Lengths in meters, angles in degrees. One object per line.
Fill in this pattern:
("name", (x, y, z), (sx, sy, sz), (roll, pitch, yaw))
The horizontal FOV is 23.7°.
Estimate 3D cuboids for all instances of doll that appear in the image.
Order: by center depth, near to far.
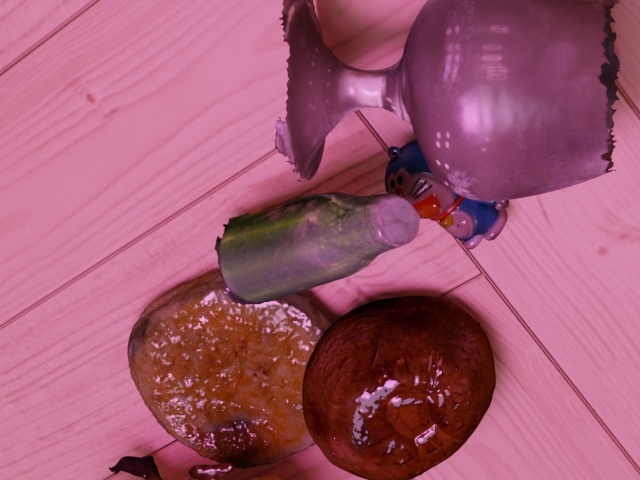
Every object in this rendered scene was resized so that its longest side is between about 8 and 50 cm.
("doll", (0.128, -0.053, 1.632), (0.152, 0.085, 0.114), (40, 141, -22))

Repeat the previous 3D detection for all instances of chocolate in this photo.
("chocolate", (0.000, 0.000, 1.609), (0.110, 0.110, 0.291), (50, 150, -15))

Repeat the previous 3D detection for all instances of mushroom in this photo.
("mushroom", (0.088, 0.170, 1.712), (0.194, 0.138, 0.231), (35, 98, -28))

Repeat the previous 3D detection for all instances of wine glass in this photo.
("wine glass", (0.129, -0.154, 1.491), (0.323, 0.238, 0.238), (2, 120, 11))

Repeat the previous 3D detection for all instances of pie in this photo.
("pie", (-0.094, 0.152, 1.820), (0.277, 0.078, 0.277), (4, 118, 7))

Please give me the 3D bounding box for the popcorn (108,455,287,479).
("popcorn", (-0.144, 0.389, 1.823), (0.297, 0.316, 0.281), (-7, 92, -3))
